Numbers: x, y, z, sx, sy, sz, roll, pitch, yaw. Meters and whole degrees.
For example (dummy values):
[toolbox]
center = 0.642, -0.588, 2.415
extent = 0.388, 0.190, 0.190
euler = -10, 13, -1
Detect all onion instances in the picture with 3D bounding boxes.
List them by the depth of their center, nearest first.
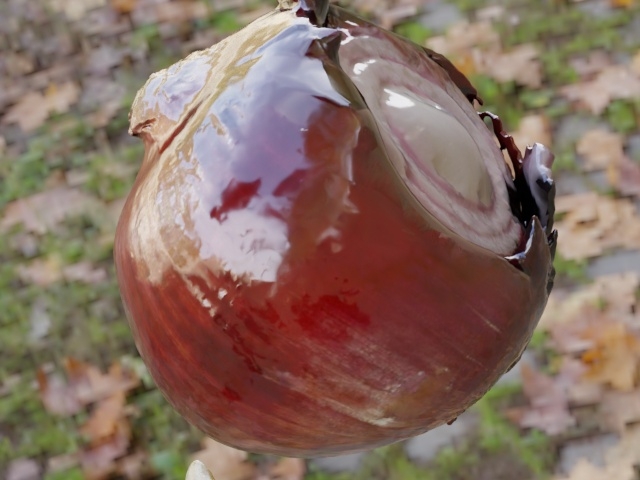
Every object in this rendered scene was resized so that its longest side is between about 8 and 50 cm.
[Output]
[onion]
center = 0.006, 0.003, 1.367
extent = 0.341, 0.341, 0.341
euler = -10, 31, 6

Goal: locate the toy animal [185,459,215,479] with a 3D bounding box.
[toy animal]
center = -0.035, 0.115, 0.656
extent = 0.081, 0.060, 0.083
euler = -11, 37, -37
